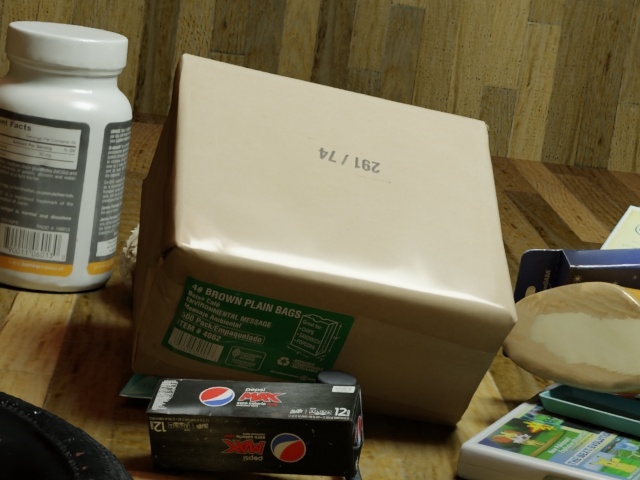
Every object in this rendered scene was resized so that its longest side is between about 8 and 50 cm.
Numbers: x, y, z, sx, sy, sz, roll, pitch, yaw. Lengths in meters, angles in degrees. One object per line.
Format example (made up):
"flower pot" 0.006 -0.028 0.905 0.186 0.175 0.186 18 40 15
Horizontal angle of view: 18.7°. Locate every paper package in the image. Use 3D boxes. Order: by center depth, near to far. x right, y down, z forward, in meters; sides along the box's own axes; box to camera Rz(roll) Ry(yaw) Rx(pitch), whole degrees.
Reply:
"paper package" 0.000 0.000 1.832 0.325 0.168 0.309 12 38 -13

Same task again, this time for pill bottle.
"pill bottle" -0.293 -0.094 2.145 0.162 0.278 0.162 8 11 -2

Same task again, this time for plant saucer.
"plant saucer" 0.294 0.163 1.748 0.192 0.018 0.067 13 13 30

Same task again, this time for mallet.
"mallet" 0.021 0.162 1.633 0.039 0.062 0.190 5 12 -9

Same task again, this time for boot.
"boot" 0.337 0.113 1.842 0.295 0.104 0.211 0 -15 23

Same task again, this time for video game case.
"video game case" 0.316 0.194 1.744 0.300 0.036 0.329 12 13 22

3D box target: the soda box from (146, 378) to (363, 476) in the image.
"soda box" -0.052 0.151 1.572 0.169 0.060 0.053 2 30 9

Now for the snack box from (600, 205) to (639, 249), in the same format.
"snack box" 0.414 0.081 2.027 0.322 0.187 0.060 18 -30 40

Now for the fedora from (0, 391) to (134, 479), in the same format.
"fedora" -0.258 0.186 1.098 0.334 0.152 0.334 9 14 -2

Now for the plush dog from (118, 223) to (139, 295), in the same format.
"plush dog" -0.110 0.003 2.104 0.225 0.211 0.262 -18 8 5

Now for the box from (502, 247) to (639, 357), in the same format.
"box" 0.296 0.068 1.889 0.225 0.136 0.036 -1 36 -12

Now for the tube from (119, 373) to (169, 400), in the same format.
"tube" -0.132 0.114 1.828 0.080 0.052 0.207 3 18 3
